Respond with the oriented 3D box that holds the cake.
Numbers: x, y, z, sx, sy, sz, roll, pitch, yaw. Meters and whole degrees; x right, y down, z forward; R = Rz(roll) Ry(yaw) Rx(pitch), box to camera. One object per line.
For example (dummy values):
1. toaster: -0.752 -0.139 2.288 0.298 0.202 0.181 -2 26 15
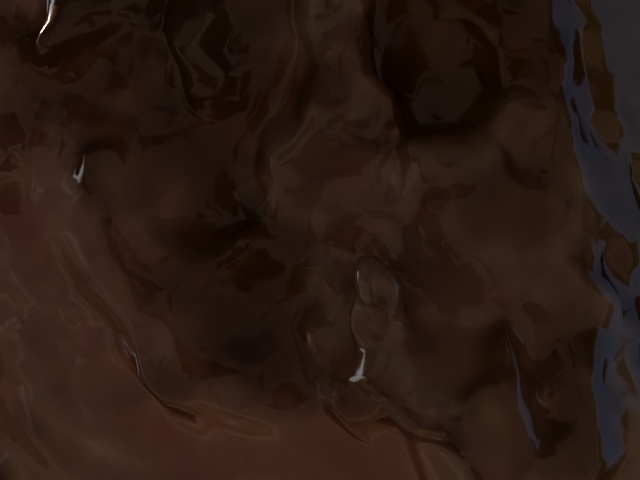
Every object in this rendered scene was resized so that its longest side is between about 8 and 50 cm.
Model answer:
1. cake: 0.000 0.000 0.619 0.306 0.293 0.314 -9 -75 36
